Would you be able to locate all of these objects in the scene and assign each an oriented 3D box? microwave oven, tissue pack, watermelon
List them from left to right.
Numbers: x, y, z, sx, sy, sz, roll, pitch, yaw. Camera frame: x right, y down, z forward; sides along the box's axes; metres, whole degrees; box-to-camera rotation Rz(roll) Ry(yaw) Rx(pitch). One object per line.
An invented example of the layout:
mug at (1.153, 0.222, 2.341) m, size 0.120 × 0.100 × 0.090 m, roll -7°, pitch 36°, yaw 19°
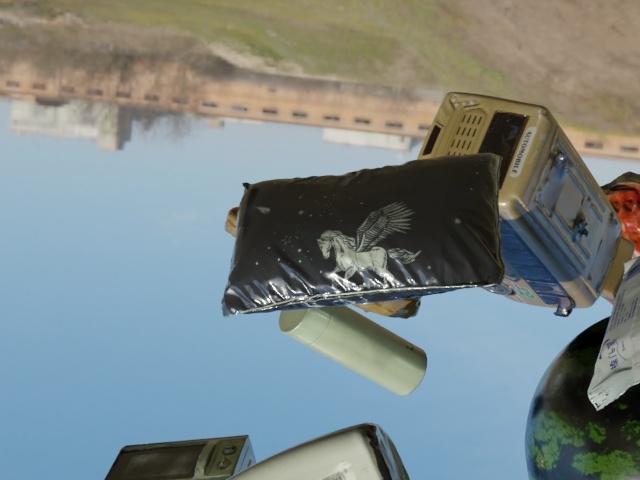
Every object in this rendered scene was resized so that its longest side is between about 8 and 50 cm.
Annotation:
microwave oven at (-0.196, 0.384, 1.416) m, size 0.205 × 0.163 × 0.129 m, roll -8°, pitch -159°, yaw 14°
watermelon at (0.315, 0.195, 0.898) m, size 0.269 × 0.269 × 0.269 m, roll 6°, pitch -171°, yaw -1°
tissue pack at (0.274, 0.045, 0.772) m, size 0.026 × 0.122 × 0.193 m, roll 45°, pitch -139°, yaw -7°

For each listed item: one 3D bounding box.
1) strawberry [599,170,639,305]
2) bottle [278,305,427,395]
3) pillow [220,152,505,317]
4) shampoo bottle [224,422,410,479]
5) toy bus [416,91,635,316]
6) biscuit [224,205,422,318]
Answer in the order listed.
strawberry at (0.514, 0.060, 1.497) m, size 0.149 × 0.336 × 0.265 m, roll -45°, pitch -179°, yaw -28°
bottle at (0.044, 0.131, 1.261) m, size 0.201 × 0.072 × 0.072 m, roll 31°, pitch 177°, yaw -27°
pillow at (0.030, -0.006, 0.710) m, size 0.208 × 0.055 × 0.141 m, roll -8°, pitch -136°, yaw 17°
shampoo bottle at (-0.054, 0.254, 0.741) m, size 0.284 × 0.153 × 0.071 m, roll -25°, pitch 164°, yaw 14°
toy bus at (0.220, -0.031, 1.043) m, size 0.157 × 0.139 × 0.289 m, roll 12°, pitch 160°, yaw 39°
biscuit at (0.000, 0.000, 0.993) m, size 0.197 × 0.049 × 0.301 m, roll 17°, pitch -168°, yaw -6°
